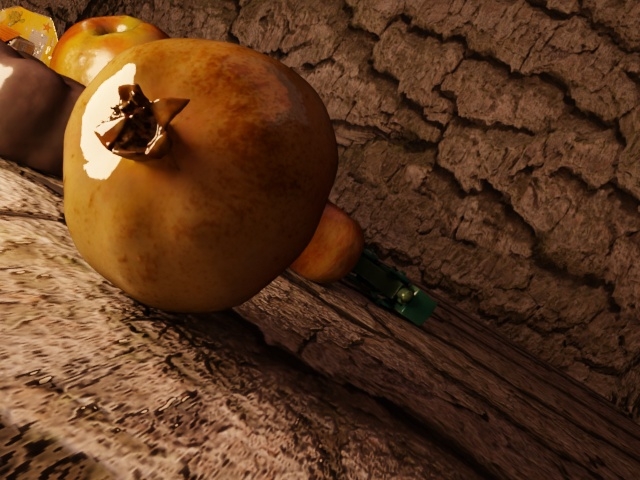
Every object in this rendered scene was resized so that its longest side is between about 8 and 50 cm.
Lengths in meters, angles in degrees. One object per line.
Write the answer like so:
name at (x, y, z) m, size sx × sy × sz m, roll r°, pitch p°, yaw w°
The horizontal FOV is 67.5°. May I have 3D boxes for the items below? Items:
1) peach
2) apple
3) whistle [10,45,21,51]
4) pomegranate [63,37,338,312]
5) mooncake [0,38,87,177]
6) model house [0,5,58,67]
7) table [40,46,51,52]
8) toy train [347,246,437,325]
peach at (-0.439, -0.319, 1.076) m, size 0.308 × 0.332 × 0.307 m, roll 2°, pitch 31°, yaw -1°
apple at (0.000, 0.000, 1.175) m, size 0.211 × 0.187 × 0.211 m, roll 35°, pitch 6°, yaw -4°
whistle at (-0.658, -0.320, 0.913) m, size 0.346 × 0.134 × 0.142 m, roll -15°, pitch 86°, yaw -69°
pomegranate at (-0.130, -0.073, 0.523) m, size 0.319 × 0.319 × 0.319 m, roll 31°, pitch 5°, yaw -3°
mooncake at (-0.500, -0.233, 0.784) m, size 0.306 × 0.154 × 0.306 m, roll 31°, pitch 3°, yaw -2°
model house at (-0.709, -0.422, 1.041) m, size 0.207 × 0.219 × 0.136 m, roll 30°, pitch 11°, yaw -1°
table at (-0.671, -0.396, 1.211) m, size 0.193 × 0.169 × 0.172 m, roll 30°, pitch 6°, yaw -2°
toy train at (0.201, 0.133, 1.466) m, size 0.194 × 0.120 × 0.298 m, roll 36°, pitch 1°, yaw -37°
